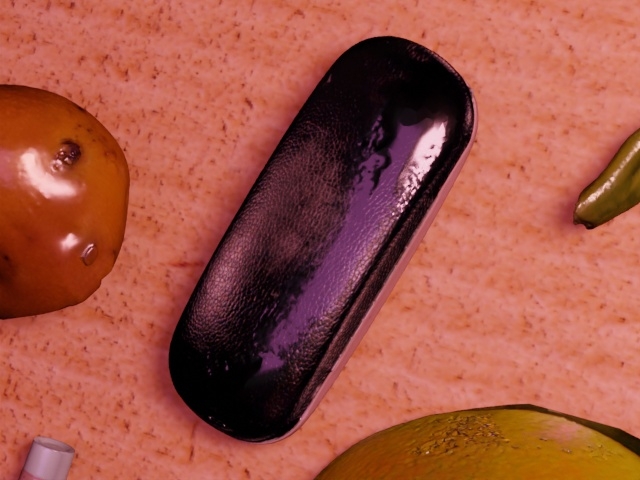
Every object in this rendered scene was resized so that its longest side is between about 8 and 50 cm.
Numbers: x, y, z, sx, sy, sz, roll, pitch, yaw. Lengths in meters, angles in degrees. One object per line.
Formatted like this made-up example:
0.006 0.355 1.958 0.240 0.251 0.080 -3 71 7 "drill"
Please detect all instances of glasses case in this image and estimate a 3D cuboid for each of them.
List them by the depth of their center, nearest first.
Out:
0.000 0.000 1.358 0.122 0.075 0.314 33 97 25 "glasses case"

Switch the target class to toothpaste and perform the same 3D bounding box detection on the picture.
-0.237 0.251 1.451 0.056 0.036 0.205 23 97 25 "toothpaste"

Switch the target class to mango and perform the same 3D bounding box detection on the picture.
-0.252 -0.042 1.435 0.236 0.166 0.136 -12 34 41 "mango"

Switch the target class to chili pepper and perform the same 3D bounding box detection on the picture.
0.253 -0.074 1.273 0.202 0.052 0.050 -35 42 17 "chili pepper"

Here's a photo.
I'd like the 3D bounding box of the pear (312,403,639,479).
0.091 0.300 1.232 0.399 0.165 0.399 -3 82 23 "pear"
